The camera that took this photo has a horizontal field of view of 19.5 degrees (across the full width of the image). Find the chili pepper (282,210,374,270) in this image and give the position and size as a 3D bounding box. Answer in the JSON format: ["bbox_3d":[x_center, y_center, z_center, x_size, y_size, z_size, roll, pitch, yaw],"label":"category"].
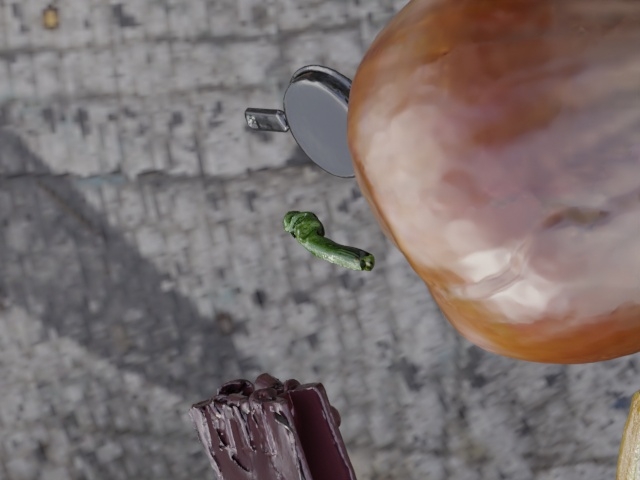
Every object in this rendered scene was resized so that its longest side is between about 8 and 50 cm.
[{"bbox_3d":[0.000,0.000,1.236,0.083,0.027,0.022,32,146,36],"label":"chili pepper"}]

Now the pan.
[{"bbox_3d":[-0.019,-0.125,2.016,0.235,0.028,0.136,5,125,53],"label":"pan"}]

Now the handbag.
[{"bbox_3d":[-0.028,0.228,1.703,0.203,0.074,0.216,-14,94,63],"label":"handbag"}]

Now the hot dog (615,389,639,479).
[{"bbox_3d":[0.242,0.171,1.387,0.044,0.028,0.137,-131,37,-50],"label":"hot dog"}]

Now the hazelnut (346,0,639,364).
[{"bbox_3d":[0.195,-0.081,1.408,0.372,0.315,0.372,-3,86,50],"label":"hazelnut"}]
